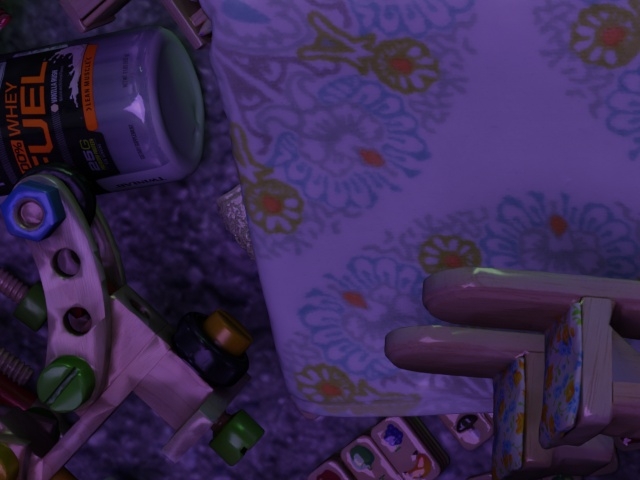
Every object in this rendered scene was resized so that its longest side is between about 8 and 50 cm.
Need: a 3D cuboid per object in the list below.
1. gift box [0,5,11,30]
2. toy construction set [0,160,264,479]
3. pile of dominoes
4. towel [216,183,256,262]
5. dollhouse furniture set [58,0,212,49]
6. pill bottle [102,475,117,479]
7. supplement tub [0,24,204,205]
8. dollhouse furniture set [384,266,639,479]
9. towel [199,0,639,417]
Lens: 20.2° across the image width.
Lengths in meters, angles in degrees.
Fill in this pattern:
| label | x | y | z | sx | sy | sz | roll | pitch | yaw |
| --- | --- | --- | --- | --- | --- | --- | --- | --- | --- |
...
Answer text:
| label | x | y | z | sx | sy | sz | roll | pitch | yaw |
| --- | --- | --- | --- | --- | --- | --- | --- | --- | --- |
| gift box | -0.338 | -0.246 | 1.249 | 0.255 | 0.258 | 0.276 | 40 | 91 | 30 |
| toy construction set | -0.174 | 0.113 | 1.279 | 0.237 | 0.309 | 0.257 | 36 | 77 | -3 |
| pile of dominoes | 0.110 | 0.131 | 1.320 | 0.251 | 0.040 | 0.196 | -39 | 87 | 18 |
| towel | 0.000 | 0.000 | 1.336 | 0.110 | 0.027 | 0.148 | -40 | 86 | 18 |
| dollhouse furniture set | -0.057 | -0.194 | 1.273 | 0.182 | 0.161 | 0.101 | -36 | 89 | 34 |
| pill bottle | -0.104 | 0.297 | 1.352 | 0.245 | 0.136 | 0.136 | 43 | 106 | 6 |
| supplement tub | -0.191 | -0.087 | 1.328 | 0.190 | 0.117 | 0.117 | -10 | 96 | 16 |
| dollhouse furniture set | 0.046 | 0.238 | 1.111 | 0.256 | 0.394 | 0.362 | 5 | 73 | -7 |
| towel | 0.104 | -0.039 | 1.176 | 0.320 | 0.090 | 0.374 | -2 | 124 | 12 |
